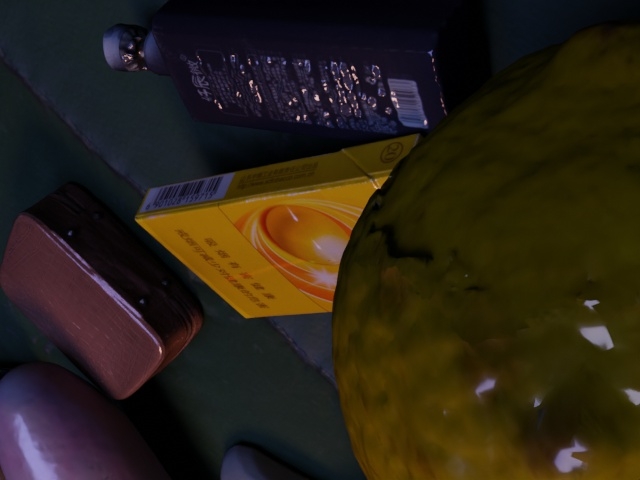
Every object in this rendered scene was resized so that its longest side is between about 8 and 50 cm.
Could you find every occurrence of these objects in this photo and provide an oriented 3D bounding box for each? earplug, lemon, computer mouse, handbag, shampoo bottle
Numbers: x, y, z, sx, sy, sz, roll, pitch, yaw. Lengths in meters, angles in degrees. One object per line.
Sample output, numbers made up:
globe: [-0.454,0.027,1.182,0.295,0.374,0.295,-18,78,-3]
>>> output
earplug: [-0.223,0.246,1.081,0.172,0.172,0.301,-8,118,40]
lemon: [0.185,0.069,0.567,0.349,0.350,0.387,-1,124,37]
computer mouse: [-0.032,0.268,1.054,0.181,0.056,0.089,21,133,24]
handbag: [-0.215,0.056,1.042,0.193,0.072,0.151,41,134,5]
shampoo bottle: [-0.035,-0.128,0.779,0.309,0.071,0.098,10,141,31]

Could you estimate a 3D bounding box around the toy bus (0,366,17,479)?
toy bus: [-0.329,0.283,1.228,0.157,0.139,0.290,-23,104,40]

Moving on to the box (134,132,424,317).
box: [0.000,0.000,0.824,0.269,0.044,0.152,-8,141,41]
